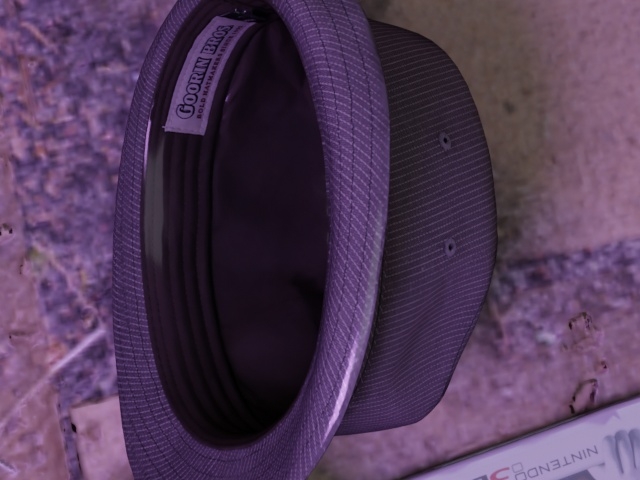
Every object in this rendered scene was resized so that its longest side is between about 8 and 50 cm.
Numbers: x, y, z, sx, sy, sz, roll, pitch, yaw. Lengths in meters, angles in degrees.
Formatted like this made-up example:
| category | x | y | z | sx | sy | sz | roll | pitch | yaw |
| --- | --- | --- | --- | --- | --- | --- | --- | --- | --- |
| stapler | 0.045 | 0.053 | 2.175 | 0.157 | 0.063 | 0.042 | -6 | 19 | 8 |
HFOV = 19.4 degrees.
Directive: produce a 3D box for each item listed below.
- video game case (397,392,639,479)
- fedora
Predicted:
| category | x | y | z | sx | sy | sz | roll | pitch | yaw |
| --- | --- | --- | --- | --- | --- | --- | --- | --- | --- |
| video game case | 0.129 | 0.193 | 0.963 | 0.173 | 0.022 | 0.190 | -19 | 88 | -4 |
| fedora | 0.000 | 0.000 | 0.892 | 0.124 | 0.243 | 0.275 | 4 | 77 | -32 |
